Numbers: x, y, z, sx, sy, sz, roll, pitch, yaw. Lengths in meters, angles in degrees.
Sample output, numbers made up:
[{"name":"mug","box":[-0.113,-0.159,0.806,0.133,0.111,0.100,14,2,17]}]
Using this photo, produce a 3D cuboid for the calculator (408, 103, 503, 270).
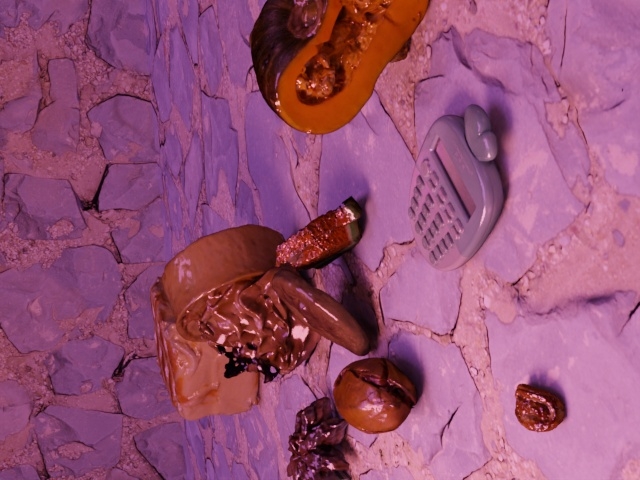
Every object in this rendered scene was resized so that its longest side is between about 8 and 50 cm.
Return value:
[{"name":"calculator","box":[0.192,-0.071,1.091,0.295,0.042,0.184,108,146,-54]}]

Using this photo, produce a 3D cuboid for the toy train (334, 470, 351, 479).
[{"name":"toy train","box":[0.002,0.535,1.810,0.252,0.048,0.055,-157,62,-66]}]

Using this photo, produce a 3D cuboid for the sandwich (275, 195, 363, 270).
[{"name":"sandwich","box":[0.012,-0.002,1.452,0.235,0.159,0.079,-39,82,43]}]

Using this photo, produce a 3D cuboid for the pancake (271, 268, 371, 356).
[{"name":"pancake","box":[-0.005,0.154,1.502,0.242,0.050,0.242,38,163,14]}]

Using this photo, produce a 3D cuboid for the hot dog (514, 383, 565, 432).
[{"name":"hot dog","box":[0.279,0.217,0.990,0.083,0.035,0.058,-176,81,-68]}]

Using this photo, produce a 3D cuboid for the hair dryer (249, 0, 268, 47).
[{"name":"hair dryer","box":[-0.067,-0.352,1.588,0.135,0.090,0.279,-36,71,66]}]

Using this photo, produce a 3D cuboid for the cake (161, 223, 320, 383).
[{"name":"cake","box":[-0.174,0.171,1.751,0.321,0.332,0.332,63,153,25]}]

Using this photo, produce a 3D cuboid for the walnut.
[{"name":"walnut","box":[0.097,0.279,1.367,0.245,0.137,0.137,176,85,-72]}]

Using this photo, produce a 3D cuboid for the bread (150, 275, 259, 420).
[{"name":"bread","box":[-0.358,0.309,2.330,0.371,0.279,0.390,-126,32,-53]}]

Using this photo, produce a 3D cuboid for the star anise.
[{"name":"star anise","box":[-0.022,0.468,1.711,0.223,0.109,0.236,132,144,-60]}]

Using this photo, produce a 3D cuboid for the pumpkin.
[{"name":"pumpkin","box":[0.038,-0.312,1.135,0.139,0.222,0.317,46,112,42]}]
